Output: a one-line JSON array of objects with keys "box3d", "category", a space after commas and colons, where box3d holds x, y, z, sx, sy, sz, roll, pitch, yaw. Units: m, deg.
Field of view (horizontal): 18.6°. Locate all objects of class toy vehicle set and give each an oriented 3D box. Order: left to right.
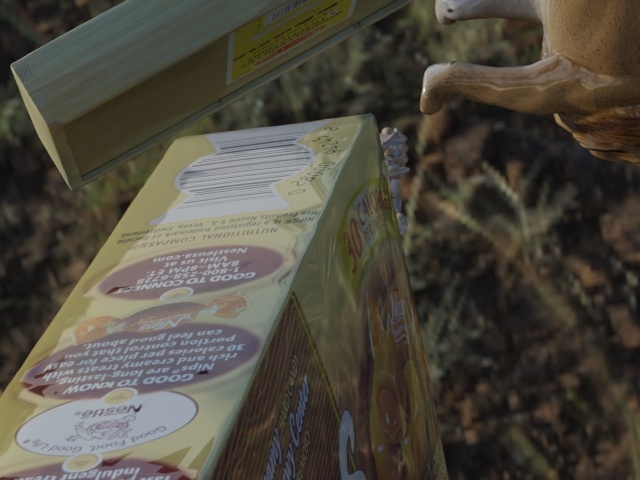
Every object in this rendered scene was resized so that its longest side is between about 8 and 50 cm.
[{"box3d": [-0.020, -0.116, 0.954, 0.267, 0.166, 0.035, -30, 85, -8], "category": "toy vehicle set"}]

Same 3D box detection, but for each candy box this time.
[{"box3d": [-0.027, 0.099, 0.632, 0.088, 0.183, 0.316, -7, 22, 15], "category": "candy box"}]

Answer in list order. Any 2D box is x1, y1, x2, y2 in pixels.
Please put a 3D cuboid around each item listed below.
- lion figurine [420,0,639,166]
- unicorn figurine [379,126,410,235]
[{"box3d": [0.181, -0.176, 1.206, 0.240, 0.392, 0.142, 5, 60, 12], "category": "lion figurine"}, {"box3d": [0.000, 0.000, 1.062, 0.162, 0.060, 0.111, -38, 28, 23], "category": "unicorn figurine"}]
